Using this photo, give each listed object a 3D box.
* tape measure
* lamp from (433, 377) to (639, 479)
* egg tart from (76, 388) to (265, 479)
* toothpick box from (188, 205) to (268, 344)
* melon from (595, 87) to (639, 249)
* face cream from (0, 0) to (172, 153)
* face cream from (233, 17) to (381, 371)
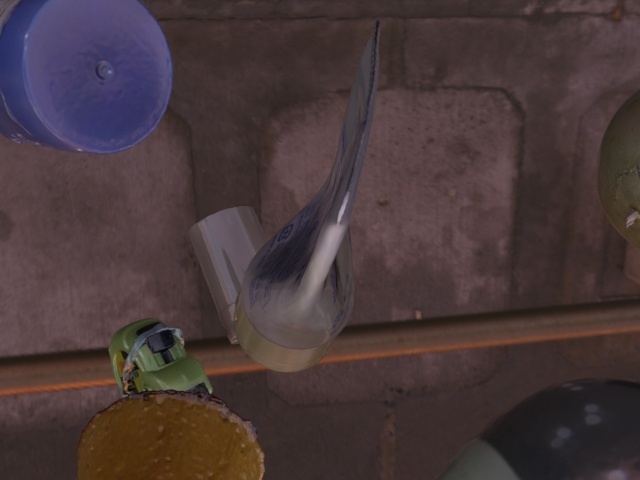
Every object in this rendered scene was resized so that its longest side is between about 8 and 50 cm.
[{"bbox_3d":[-0.262,0.210,1.218,0.106,0.200,0.175,-21,80,-35],"label":"tape measure"},{"bbox_3d":[0.098,0.177,0.393,0.313,0.182,0.182,-10,108,-23],"label":"lamp"},{"bbox_3d":[-0.165,0.280,0.824,0.215,0.171,0.215,-2,119,-3],"label":"egg tart"},{"bbox_3d":[-0.116,0.051,1.137,0.111,0.111,0.181,-22,78,-6],"label":"toothpick box"},{"bbox_3d":[0.498,-0.096,0.974,0.330,0.268,0.269,-30,112,-29],"label":"melon"},{"bbox_3d":[-0.390,-0.262,1.174,0.249,0.225,0.249,-13,109,-44],"label":"face cream"},{"bbox_3d":[0.000,0.000,0.412,0.070,0.114,0.224,15,146,-6],"label":"face cream"}]
